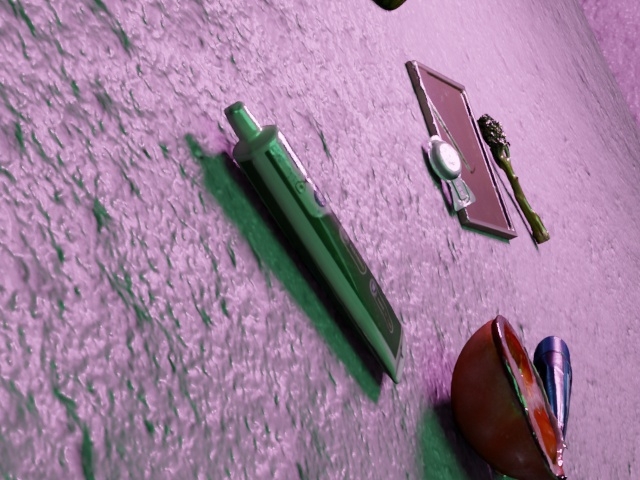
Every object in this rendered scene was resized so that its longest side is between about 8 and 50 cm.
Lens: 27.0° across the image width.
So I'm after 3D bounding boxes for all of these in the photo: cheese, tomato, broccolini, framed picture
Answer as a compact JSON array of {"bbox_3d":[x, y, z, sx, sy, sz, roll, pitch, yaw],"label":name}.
[{"bbox_3d":[0.199,-0.107,2.053,0.067,0.026,0.121,-25,89,-45],"label":"cheese"},{"bbox_3d":[0.235,0.219,1.739,0.199,0.112,0.228,10,60,-70],"label":"tomato"},{"bbox_3d":[0.346,-0.112,2.332,0.071,0.057,0.254,-43,105,-43],"label":"broccolini"},{"bbox_3d":[0.234,-0.146,2.188,0.213,0.016,0.289,12,57,-60],"label":"framed picture"}]

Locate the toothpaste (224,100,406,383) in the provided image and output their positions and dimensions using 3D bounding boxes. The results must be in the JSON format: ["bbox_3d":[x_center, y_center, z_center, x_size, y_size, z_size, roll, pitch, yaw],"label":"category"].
[{"bbox_3d":[0.000,0.000,1.535,0.392,0.061,0.099,57,25,-24],"label":"toothpaste"}]

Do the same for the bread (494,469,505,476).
[{"bbox_3d":[0.266,0.285,1.823,0.062,0.103,0.049,3,-70,69],"label":"bread"}]

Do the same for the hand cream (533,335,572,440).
[{"bbox_3d":[0.344,0.252,1.955,0.270,0.061,0.120,-79,172,-57],"label":"hand cream"}]

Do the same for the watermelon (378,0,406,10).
[{"bbox_3d":[0.108,-0.417,2.167,0.092,0.075,0.181,24,17,16],"label":"watermelon"}]
